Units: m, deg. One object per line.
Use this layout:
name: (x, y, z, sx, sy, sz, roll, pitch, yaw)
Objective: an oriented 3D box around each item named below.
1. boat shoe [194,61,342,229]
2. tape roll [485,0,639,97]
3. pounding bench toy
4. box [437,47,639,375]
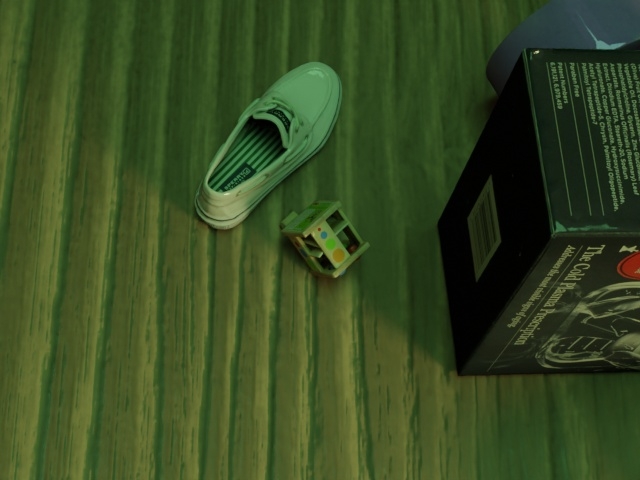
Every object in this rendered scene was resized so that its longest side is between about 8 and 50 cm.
boat shoe: (-0.045, -0.107, 1.302, 0.083, 0.076, 0.226, 31, 66, 5)
tape roll: (0.273, -0.189, 1.321, 0.189, 0.189, 0.080, -24, 73, -17)
pounding bench toy: (0.000, 0.000, 1.280, 0.052, 0.083, 0.065, -42, 110, -19)
box: (0.302, -0.013, 1.165, 0.313, 0.343, 0.178, -2, 66, -8)
